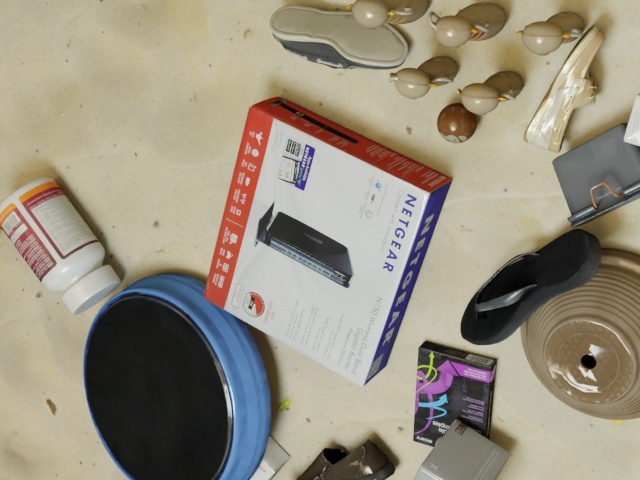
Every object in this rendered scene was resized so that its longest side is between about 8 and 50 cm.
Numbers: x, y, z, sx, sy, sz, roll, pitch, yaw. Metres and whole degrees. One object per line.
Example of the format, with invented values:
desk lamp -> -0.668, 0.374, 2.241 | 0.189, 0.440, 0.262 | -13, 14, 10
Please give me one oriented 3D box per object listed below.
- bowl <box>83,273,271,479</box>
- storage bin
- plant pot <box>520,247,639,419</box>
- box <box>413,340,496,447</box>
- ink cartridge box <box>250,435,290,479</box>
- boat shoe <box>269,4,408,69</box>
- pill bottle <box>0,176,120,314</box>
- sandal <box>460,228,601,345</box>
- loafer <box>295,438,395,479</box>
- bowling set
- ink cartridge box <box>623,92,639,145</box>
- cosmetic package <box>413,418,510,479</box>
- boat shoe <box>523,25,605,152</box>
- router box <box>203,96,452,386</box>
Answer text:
bowl -> -0.252, 0.252, 1.774 | 0.391, 0.077, 0.391 | 9, 104, 37
storage bin -> 0.356, -0.084, 1.327 | 0.135, 0.098, 0.091 | -30, 80, 35
plant pot -> 0.364, 0.137, 1.386 | 0.237, 0.109, 0.238 | 10, 111, 28
box -> 0.196, 0.238, 1.570 | 0.116, 0.029, 0.162 | 12, 115, 27
ink cartridge box -> -0.128, 0.380, 1.798 | 0.099, 0.056, 0.135 | 45, 124, 11
boat shoe -> 0.029, -0.274, 1.482 | 0.206, 0.075, 0.065 | 18, 158, 19
pill bottle -> -0.446, 0.011, 1.818 | 0.121, 0.121, 0.221 | -40, 85, 35
sandal -> 0.263, 0.055, 1.407 | 0.054, 0.097, 0.254 | 22, 139, -23
loafer -> 0.020, 0.369, 1.702 | 0.220, 0.080, 0.078 | -26, 83, 30
bowling set -> 0.180, -0.206, 1.345 | 0.286, 0.154, 0.200 | 12, 113, 27
ink cartridge box -> 0.458, -0.127, 1.237 | 0.180, 0.104, 0.060 | 20, 115, 23
cosmetic package -> 0.177, 0.392, 1.559 | 0.107, 0.127, 0.238 | 33, 132, 15
boat shoe -> 0.317, -0.186, 1.332 | 0.059, 0.063, 0.170 | 30, 124, 8
router box -> 0.000, 0.000, 1.570 | 0.301, 0.082, 0.336 | 27, 119, 20
